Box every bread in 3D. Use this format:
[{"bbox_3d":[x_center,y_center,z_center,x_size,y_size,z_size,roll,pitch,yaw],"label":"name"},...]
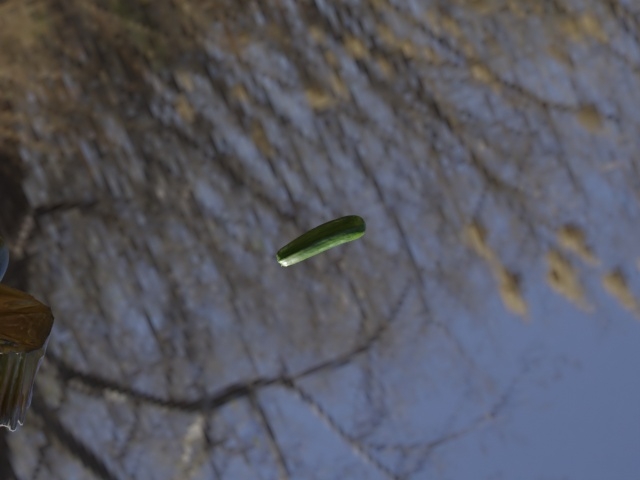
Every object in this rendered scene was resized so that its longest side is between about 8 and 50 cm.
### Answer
[{"bbox_3d":[-0.358,0.080,1.604,0.241,0.107,0.136,18,-162,-7],"label":"bread"}]

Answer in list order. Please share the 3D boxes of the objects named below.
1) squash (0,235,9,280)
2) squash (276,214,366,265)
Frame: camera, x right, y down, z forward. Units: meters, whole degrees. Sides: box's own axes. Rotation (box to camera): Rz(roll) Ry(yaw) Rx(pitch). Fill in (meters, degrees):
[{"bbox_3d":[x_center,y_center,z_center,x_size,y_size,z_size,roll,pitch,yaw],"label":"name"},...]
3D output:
[{"bbox_3d":[-0.301,0.040,1.318,0.069,0.069,0.258,-14,-172,32],"label":"squash"},{"bbox_3d":[0.000,0.000,1.695,0.089,0.027,0.027,-24,-167,8],"label":"squash"}]
